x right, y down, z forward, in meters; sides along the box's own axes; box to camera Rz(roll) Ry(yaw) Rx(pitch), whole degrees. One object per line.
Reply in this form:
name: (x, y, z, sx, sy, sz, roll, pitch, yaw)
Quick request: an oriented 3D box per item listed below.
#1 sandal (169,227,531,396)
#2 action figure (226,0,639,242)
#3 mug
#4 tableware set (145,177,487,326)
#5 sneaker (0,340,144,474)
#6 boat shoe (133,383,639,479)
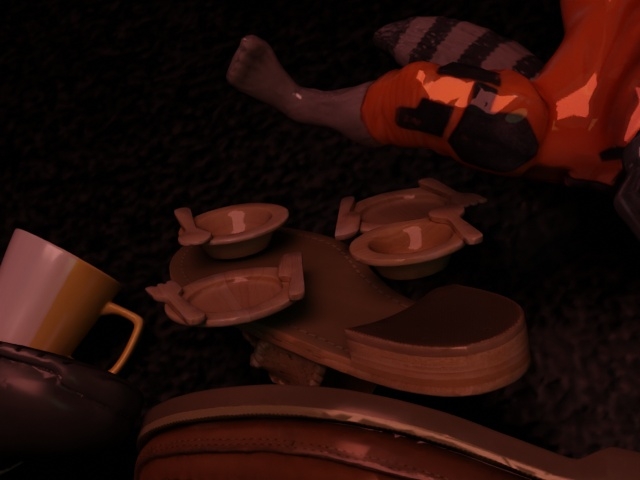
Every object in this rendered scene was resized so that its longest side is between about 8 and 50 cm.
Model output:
sandal: (0.007, 0.055, 0.733, 0.088, 0.079, 0.240, -21, 21, -31)
action figure: (0.178, -0.088, 0.726, 0.330, 0.178, 0.341, 34, 64, 19)
mug: (-0.139, 0.038, 0.806, 0.078, 0.062, 0.064, 22, 79, 34)
tableware set: (0.000, 0.000, 0.740, 0.168, 0.020, 0.141, -12, 18, -4)
sneaker: (-0.230, 0.123, 0.759, 0.330, 0.122, 0.146, -8, 66, 28)
boat shoe: (0.052, 0.136, 0.657, 0.307, 0.111, 0.104, 6, 64, 21)
